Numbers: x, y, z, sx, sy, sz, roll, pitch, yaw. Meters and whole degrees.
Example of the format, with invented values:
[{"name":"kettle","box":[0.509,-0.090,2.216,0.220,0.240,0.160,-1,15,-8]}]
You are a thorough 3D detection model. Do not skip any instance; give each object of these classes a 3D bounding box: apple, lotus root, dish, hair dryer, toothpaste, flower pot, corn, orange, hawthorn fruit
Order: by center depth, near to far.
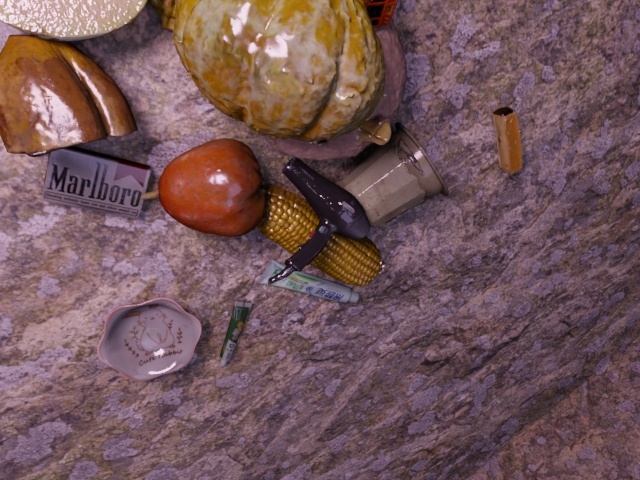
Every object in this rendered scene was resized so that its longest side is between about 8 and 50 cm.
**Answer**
[{"name":"apple","box":[-0.399,-0.400,0.664,0.264,0.120,0.193,-14,108,-21]},{"name":"orange","box":[-0.074,-0.299,0.694,0.368,0.210,0.271,30,120,-1]},{"name":"lotus root","box":[-0.421,-0.242,0.723,0.199,0.188,0.180,-11,110,-17]},{"name":"hawthorn fruit","box":[-0.236,-0.101,0.895,0.251,0.199,0.200,-7,121,-2]},{"name":"hair dryer","box":[-0.037,-0.021,0.925,0.235,0.091,0.272,41,69,-15]},{"name":"dish","box":[-0.402,0.217,1.044,0.229,0.081,0.230,-9,117,-19]},{"name":"flower pot","box":[0.168,-0.134,1.052,0.202,0.212,0.212,-39,126,8]},{"name":"corn","box":[0.000,0.000,1.079,0.387,0.144,0.144,28,103,-30]},{"name":"toothpaste","box":[-0.232,0.251,1.171,0.049,0.031,0.204,11,110,-30]},{"name":"toothpaste","box":[-0.021,0.121,1.192,0.296,0.048,0.075,20,110,-28]}]

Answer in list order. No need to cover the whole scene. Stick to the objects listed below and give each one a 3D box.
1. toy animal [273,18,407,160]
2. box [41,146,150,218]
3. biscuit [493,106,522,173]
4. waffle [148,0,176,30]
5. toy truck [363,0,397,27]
[{"name":"toy animal","box":[0.057,-0.319,0.887,0.226,0.188,0.359,22,106,-8]},{"name":"box","box":[-0.439,-0.115,0.867,0.177,0.036,0.115,12,111,-30]},{"name":"biscuit","box":[0.517,-0.275,1.219,0.052,0.056,0.188,-30,124,-10]},{"name":"waffle","box":[-0.171,-0.492,0.773,0.311,0.060,0.307,-19,125,-15]},{"name":"toy truck","box":[0.054,-0.498,0.763,0.114,0.107,0.253,-10,78,-8]}]
